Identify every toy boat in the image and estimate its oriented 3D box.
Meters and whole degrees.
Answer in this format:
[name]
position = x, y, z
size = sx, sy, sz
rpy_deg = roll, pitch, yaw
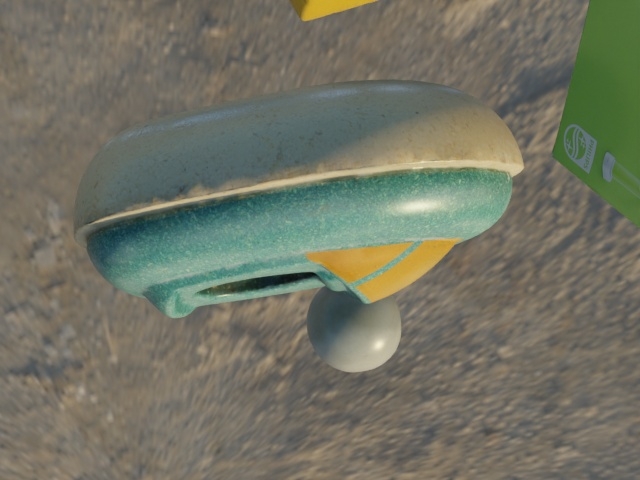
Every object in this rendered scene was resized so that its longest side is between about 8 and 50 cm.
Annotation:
[toy boat]
position = 0.000, 0.000, 1.155
size = 0.267, 0.318, 0.148
rpy_deg = -11, 81, 7

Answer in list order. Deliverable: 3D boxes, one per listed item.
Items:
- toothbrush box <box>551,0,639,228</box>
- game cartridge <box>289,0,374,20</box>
[toothbrush box]
position = 0.288, -0.039, 0.920
size = 0.206, 0.122, 0.283
rpy_deg = -13, 41, -30
[game cartridge]
position = 0.123, -0.327, 1.542
size = 0.285, 0.324, 0.053
rpy_deg = -19, 68, -20
